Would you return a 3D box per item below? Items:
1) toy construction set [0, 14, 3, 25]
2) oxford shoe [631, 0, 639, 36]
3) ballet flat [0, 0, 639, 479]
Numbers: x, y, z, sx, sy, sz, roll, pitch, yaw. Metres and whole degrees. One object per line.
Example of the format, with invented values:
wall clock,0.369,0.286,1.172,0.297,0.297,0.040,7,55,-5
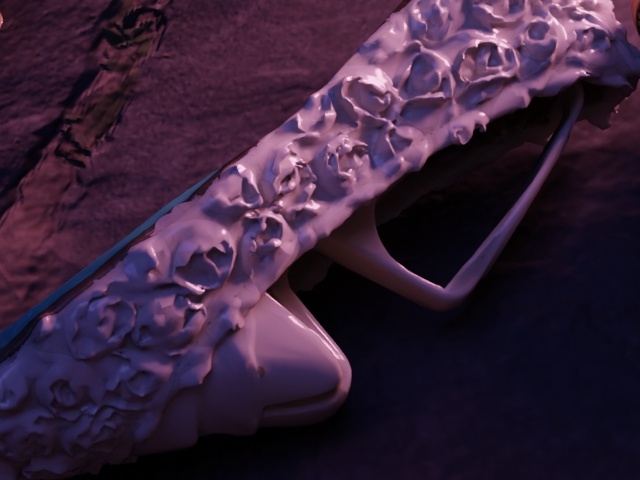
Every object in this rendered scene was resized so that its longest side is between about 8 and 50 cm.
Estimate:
toy construction set,-0.332,-0.282,1.144,0.257,0.237,0.308,-11,51,6
oxford shoe,0.309,-0.075,0.896,0.348,0.123,0.130,4,60,19
ballet flat,0.000,0.000,0.918,0.409,0.147,0.147,-42,55,-17
